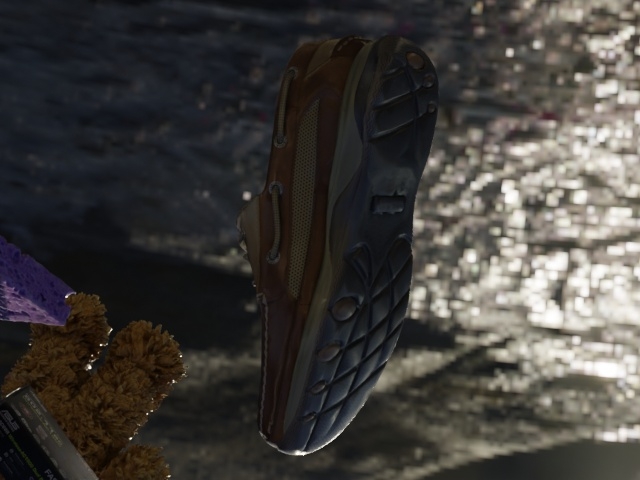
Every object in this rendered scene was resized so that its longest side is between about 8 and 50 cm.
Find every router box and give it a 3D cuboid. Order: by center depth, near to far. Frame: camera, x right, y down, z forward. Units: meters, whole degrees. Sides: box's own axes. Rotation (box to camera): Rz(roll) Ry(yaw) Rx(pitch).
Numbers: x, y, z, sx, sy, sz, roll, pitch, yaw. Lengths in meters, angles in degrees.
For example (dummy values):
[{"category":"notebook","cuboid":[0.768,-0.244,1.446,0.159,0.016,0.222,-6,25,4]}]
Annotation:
[{"category":"router box","cuboid":[-0.217,0.176,1.222,0.038,0.122,0.092,-35,-178,2]}]

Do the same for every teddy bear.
[{"category":"teddy bear","cuboid":[-0.268,0.204,1.544,0.245,0.338,0.113,41,158,6]}]

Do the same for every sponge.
[{"category":"sponge","cuboid":[-0.294,0.021,1.122,0.210,0.031,0.117,3,156,29]}]

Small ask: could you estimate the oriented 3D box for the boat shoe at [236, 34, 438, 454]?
[{"category":"boat shoe","cuboid":[0.000,0.000,1.194,0.116,0.324,0.123,15,-177,32]}]
